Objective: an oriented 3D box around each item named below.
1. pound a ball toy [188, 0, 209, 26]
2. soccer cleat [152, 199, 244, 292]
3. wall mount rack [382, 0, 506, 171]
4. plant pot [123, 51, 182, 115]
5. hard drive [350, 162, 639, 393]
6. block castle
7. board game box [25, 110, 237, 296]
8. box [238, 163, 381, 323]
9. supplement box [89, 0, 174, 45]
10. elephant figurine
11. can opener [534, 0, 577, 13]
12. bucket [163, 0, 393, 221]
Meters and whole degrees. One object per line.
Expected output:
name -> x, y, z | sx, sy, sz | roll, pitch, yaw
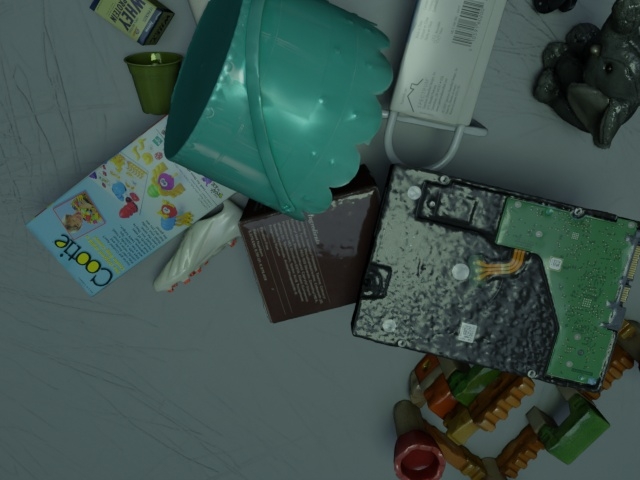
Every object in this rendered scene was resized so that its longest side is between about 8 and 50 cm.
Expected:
pound a ball toy -> -0.115, -0.462, 0.752 | 0.208, 0.136, 0.319 | -16, 108, 4
soccer cleat -> -0.204, 0.008, 0.946 | 0.196, 0.068, 0.076 | -38, 100, 4
wall mount rack -> 0.117, -0.281, 0.816 | 0.304, 0.130, 0.350 | 10, 113, -8
plant pot -> -0.243, -0.232, 0.862 | 0.083, 0.083, 0.079 | 0, 121, -1
hard drive -> 0.230, 0.049, 0.769 | 0.339, 0.064, 0.237 | 13, 97, 0
block castle -> 0.354, 0.273, 0.961 | 0.303, 0.213, 0.453 | 36, 104, -12
board game box -> -0.267, -0.066, 0.876 | 0.275, 0.142, 0.144 | -34, 105, 10
box -> 0.000, 0.000, 0.888 | 0.203, 0.168, 0.167 | -14, 107, 4
supplement box -> -0.264, -0.325, 0.821 | 0.083, 0.083, 0.056 | 34, 106, -12
elephant figurine -> 0.400, -0.214, 0.785 | 0.186, 0.239, 0.169 | 18, 107, -7
can opener -> 0.327, -0.419, 0.822 | 0.059, 0.073, 0.186 | 2, 110, 40
bucket -> -0.062, -0.180, 0.706 | 0.183, 0.281, 0.281 | 18, 108, -27
